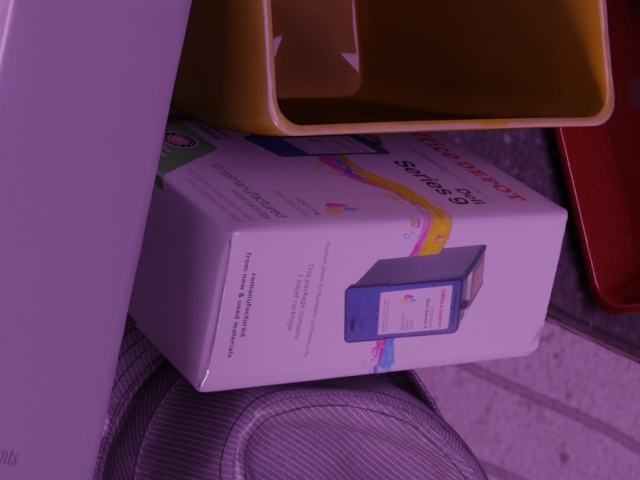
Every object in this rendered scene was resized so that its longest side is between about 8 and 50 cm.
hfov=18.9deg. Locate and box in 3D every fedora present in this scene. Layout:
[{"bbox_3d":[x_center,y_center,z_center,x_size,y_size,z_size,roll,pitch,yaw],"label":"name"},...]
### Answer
[{"bbox_3d":[-0.008,0.144,1.041,0.275,0.124,0.244,43,66,-23],"label":"fedora"}]

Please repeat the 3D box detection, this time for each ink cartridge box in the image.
[{"bbox_3d":[0.000,0.000,1.027,0.212,0.154,0.093,-1,115,-33],"label":"ink cartridge box"}]

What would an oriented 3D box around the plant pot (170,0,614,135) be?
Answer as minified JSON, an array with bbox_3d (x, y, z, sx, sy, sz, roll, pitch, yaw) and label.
[{"bbox_3d":[0.010,-0.154,1.034,0.212,0.187,0.212,-4,88,-32],"label":"plant pot"}]

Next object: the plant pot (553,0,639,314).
[{"bbox_3d":[0.315,-0.120,1.196,0.235,0.267,0.267,-18,96,-44],"label":"plant pot"}]

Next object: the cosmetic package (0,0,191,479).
[{"bbox_3d":[-0.223,0.053,0.828,0.161,0.230,0.453,34,65,-66],"label":"cosmetic package"}]
